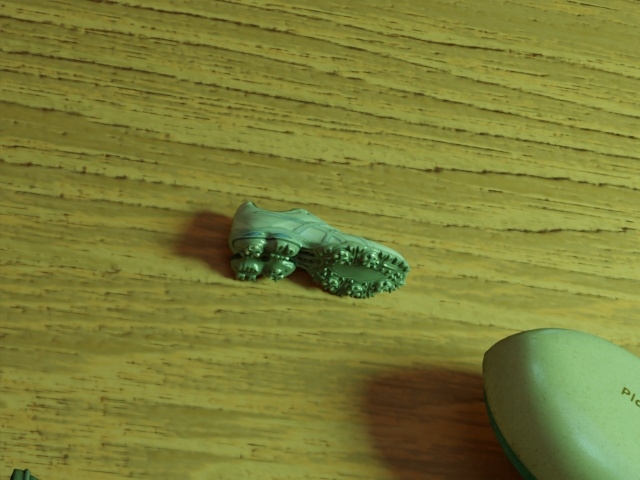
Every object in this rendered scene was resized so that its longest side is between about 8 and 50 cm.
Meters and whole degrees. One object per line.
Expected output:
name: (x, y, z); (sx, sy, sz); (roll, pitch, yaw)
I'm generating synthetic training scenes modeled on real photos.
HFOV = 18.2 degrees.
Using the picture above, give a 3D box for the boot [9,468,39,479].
boot: (-0.148, 0.272, 1.582); (0.208, 0.076, 0.190); (1, 66, -15)

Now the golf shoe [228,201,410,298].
golf shoe: (0.000, 0.000, 1.883); (0.176, 0.069, 0.086); (12, 43, -16)

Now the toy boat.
toy boat: (0.219, 0.220, 1.761); (0.267, 0.148, 0.318); (41, 40, 5)
